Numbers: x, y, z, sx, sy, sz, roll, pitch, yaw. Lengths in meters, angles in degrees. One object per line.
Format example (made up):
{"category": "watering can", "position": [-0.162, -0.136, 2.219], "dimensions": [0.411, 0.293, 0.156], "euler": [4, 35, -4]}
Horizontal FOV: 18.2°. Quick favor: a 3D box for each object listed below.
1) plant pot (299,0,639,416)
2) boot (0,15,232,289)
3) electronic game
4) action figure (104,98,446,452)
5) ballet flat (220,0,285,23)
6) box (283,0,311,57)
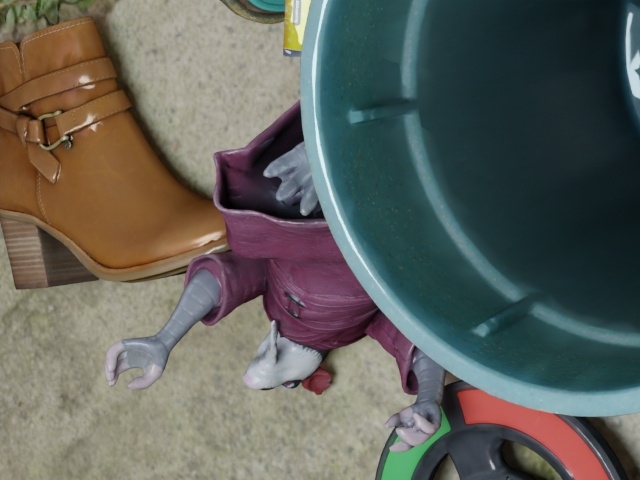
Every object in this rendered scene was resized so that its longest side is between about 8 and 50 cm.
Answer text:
{"category": "plant pot", "position": [0.221, -0.101, 1.215], "dimensions": [0.341, 0.334, 0.341], "euler": [9, 106, 34]}
{"category": "boot", "position": [-0.166, -0.077, 1.650], "dimensions": [0.283, 0.109, 0.220], "euler": [-5, 93, 43]}
{"category": "electronic game", "position": [0.137, 0.215, 1.492], "dimensions": [0.229, 0.048, 0.229], "euler": [8, 103, 36]}
{"category": "action figure", "position": [0.000, 0.000, 1.475], "dimensions": [0.248, 0.276, 0.370], "euler": [19, 153, -1]}
{"category": "ballet flat", "position": [-0.042, -0.340, 1.497], "dimensions": [0.123, 0.123, 0.349], "euler": [13, 106, 33]}
{"category": "box", "position": [0.058, -0.244, 1.437], "dimensions": [0.159, 0.044, 0.233], "euler": [4, 104, 6]}
